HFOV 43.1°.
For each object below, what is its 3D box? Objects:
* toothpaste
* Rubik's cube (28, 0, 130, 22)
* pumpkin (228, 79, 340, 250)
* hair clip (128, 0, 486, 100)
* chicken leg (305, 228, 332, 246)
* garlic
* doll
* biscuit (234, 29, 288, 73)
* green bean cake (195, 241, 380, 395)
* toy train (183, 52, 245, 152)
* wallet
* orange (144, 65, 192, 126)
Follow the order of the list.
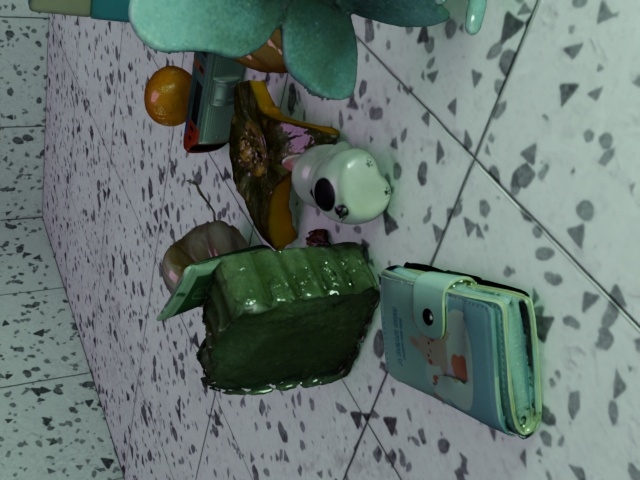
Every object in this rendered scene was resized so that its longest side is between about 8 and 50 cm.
[{"bbox_3d":[-0.149,0.054,1.312,0.061,0.392,0.099,35,105,12],"label":"toothpaste"},{"bbox_3d":[-0.374,-0.646,1.527,0.346,0.344,0.347,111,150,-43],"label":"Rubik's cube"},{"bbox_3d":[-0.087,-0.153,1.394,0.258,0.095,0.290,60,147,32],"label":"pumpkin"},{"bbox_3d":[0.020,-0.350,0.906,0.238,0.318,0.392,-5,63,49],"label":"hair clip"},{"bbox_3d":[-0.001,-0.002,1.342,0.083,0.021,0.036,13,98,56],"label":"chicken leg"},{"bbox_3d":[-0.195,0.018,1.567,0.207,0.207,0.257,37,129,54],"label":"garlic"},{"bbox_3d":[0.025,-0.087,1.184,0.110,0.107,0.181,55,172,-27],"label":"doll"},{"bbox_3d":[-0.088,-0.350,1.351,0.154,0.045,0.299,58,152,-11],"label":"biscuit"},{"bbox_3d":[-0.057,0.120,1.231,0.241,0.255,0.132,109,146,-46],"label":"green bean cake"},{"bbox_3d":[-0.196,-0.332,1.572,0.089,0.086,0.409,54,140,41],"label":"toy train"},{"bbox_3d":[0.165,0.125,1.005,0.250,0.075,0.176,14,113,61],"label":"wallet"},{"bbox_3d":[-0.325,-0.317,1.783,0.117,0.135,0.136,7,104,27],"label":"orange"}]
